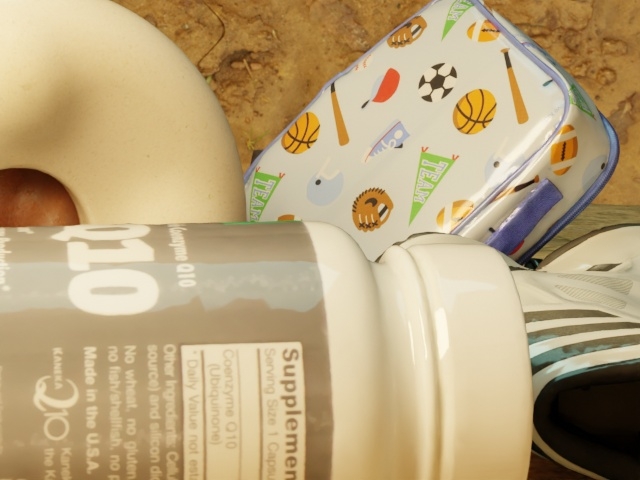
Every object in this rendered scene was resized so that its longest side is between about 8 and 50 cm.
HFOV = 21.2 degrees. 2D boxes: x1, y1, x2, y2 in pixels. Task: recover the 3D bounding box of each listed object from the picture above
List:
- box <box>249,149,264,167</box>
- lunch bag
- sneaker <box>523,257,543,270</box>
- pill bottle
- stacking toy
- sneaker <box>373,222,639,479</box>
[{"bbox_3d":[0.000,0.000,1.832,0.056,0.183,0.231,19,-8,-43],"label":"box"},{"bbox_3d":[0.082,-0.041,1.400,0.115,0.303,0.243,35,13,-46],"label":"lunch bag"},{"bbox_3d":[0.302,0.073,1.565,0.267,0.106,0.101,3,6,13],"label":"sneaker"},{"bbox_3d":[-0.075,0.091,0.982,0.361,0.204,0.204,-1,7,-11],"label":"pill bottle"},{"bbox_3d":[-0.299,-0.058,1.279,0.351,0.350,0.480,-4,20,-29],"label":"stacking toy"},{"bbox_3d":[0.246,0.108,1.269,0.448,0.169,0.257,0,23,-47],"label":"sneaker"}]
